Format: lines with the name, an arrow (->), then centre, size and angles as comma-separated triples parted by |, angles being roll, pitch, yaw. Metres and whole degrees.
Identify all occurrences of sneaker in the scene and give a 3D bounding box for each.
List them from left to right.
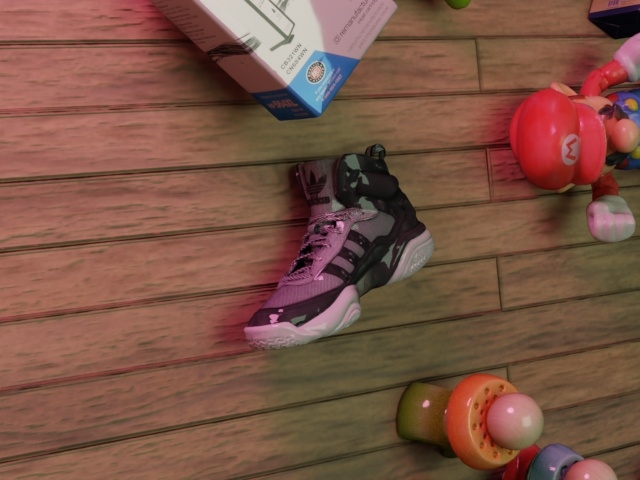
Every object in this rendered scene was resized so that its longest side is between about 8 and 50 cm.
sneaker -> 0.000, 0.000, 1.730 | 0.268, 0.101, 0.153 | -33, 108, -43

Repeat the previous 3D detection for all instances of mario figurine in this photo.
mario figurine -> 0.359, -0.120, 1.984 | 0.320, 0.170, 0.198 | -12, 60, -47

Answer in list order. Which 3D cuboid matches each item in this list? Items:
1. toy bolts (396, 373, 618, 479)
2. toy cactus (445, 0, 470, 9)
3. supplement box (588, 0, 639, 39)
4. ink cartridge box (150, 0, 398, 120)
toy bolts -> 0.205, 0.267, 1.841 | 0.228, 0.158, 0.218 | 23, 73, -37
toy cactus -> 0.092, -0.328, 1.835 | 0.180, 0.112, 0.219 | -37, 119, -25
supplement box -> 0.380, -0.297, 2.074 | 0.056, 0.083, 0.083 | 30, 70, -35
ink cartridge box -> -0.050, -0.235, 1.642 | 0.203, 0.086, 0.148 | 42, 73, -24
